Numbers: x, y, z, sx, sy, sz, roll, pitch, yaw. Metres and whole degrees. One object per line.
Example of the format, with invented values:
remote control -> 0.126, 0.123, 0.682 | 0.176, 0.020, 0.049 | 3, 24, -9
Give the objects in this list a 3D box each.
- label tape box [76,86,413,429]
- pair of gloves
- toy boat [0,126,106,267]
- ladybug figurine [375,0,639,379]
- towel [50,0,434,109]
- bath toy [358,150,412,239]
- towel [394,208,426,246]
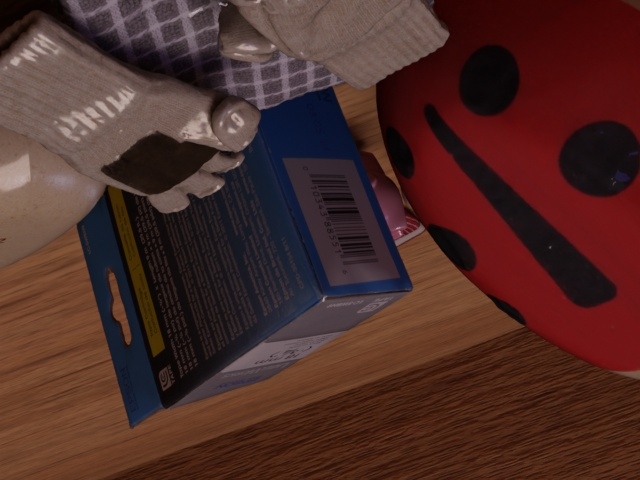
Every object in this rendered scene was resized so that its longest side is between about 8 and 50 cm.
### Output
label tape box -> -0.095, 0.008, 0.702 | 0.106, 0.240, 0.334 | -4, 156, -41
pair of gloves -> -0.047, -0.094, 0.418 | 0.240, 0.042, 0.204 | -27, 161, 13
toy boat -> -0.303, -0.058, 0.501 | 0.318, 0.148, 0.267 | -7, 168, -44
ladybug figurine -> 0.211, -0.040, 0.622 | 0.305, 0.449, 0.162 | -40, -170, 49
towel -> -0.047, -0.176, 0.433 | 0.235, 0.121, 0.283 | -18, 160, -6
bath toy -> 0.061, -0.060, 0.837 | 0.348, 0.129, 0.151 | -16, 170, -10
towel -> 0.000, 0.000, 1.075 | 0.237, 0.037, 0.329 | -29, 160, 19
